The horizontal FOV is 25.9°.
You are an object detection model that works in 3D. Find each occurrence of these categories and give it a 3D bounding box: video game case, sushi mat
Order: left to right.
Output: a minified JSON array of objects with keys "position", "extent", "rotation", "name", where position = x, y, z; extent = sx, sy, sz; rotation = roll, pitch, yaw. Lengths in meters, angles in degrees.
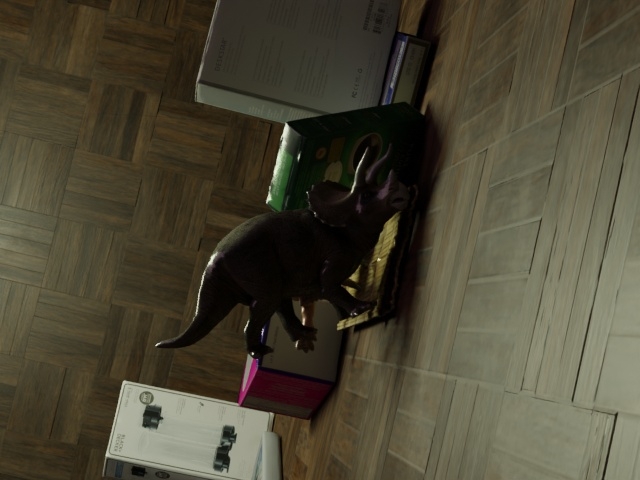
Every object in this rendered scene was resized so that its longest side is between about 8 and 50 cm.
[{"position":[-0.114,0.503,2.266],"extent":[0.329,0.036,0.300],"rotation":[-103,27,-78],"name":"video game case"},{"position":[0.065,0.028,1.649],"extent":[0.316,0.019,0.151],"rotation":[138,146,-80],"name":"sushi mat"}]

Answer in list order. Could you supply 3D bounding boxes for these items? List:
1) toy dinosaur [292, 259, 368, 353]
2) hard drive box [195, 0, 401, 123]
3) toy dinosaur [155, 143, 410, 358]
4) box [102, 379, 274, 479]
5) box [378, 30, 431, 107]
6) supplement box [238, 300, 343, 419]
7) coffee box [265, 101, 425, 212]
[{"position":[0.000,0.000,1.710],"extent":[0.295,0.127,0.200],"rotation":[-64,5,-35],"name":"toy dinosaur"},{"position":[-0.030,-0.247,1.807],"extent":[0.089,0.232,0.181],"rotation":[123,162,-78],"name":"hard drive box"},{"position":[-0.037,0.028,1.508],"extent":[0.121,0.314,0.160],"rotation":[1,-113,-85],"name":"toy dinosaur"},{"position":[-0.241,0.375,2.568],"extent":[0.087,0.290,0.169],"rotation":[108,172,-52],"name":"box"},{"position":[0.098,-0.194,1.766],"extent":[0.225,0.036,0.136],"rotation":[-102,26,-79],"name":"box"},{"position":[-0.041,0.164,1.937],"extent":[0.220,0.114,0.111],"rotation":[119,163,-67],"name":"supplement box"},{"position":[0.029,-0.092,1.579],"extent":[0.040,0.184,0.113],"rotation":[41,131,35],"name":"coffee box"}]
